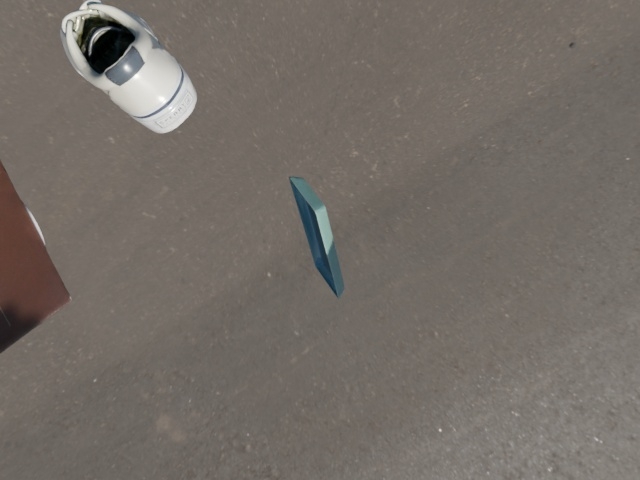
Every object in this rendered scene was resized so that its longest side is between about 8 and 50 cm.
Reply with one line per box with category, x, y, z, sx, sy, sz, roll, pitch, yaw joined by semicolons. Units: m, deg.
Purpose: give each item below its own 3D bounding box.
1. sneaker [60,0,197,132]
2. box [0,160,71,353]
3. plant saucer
sneaker;-0.215;-0.205;0.537;0.094;0.091;0.258;-47;54;-6
box;-0.382;0.055;0.396;0.143;0.381;0.191;-17;104;12
plant saucer;0.000;0.000;0.653;0.018;0.192;0.067;-30;55;-10
